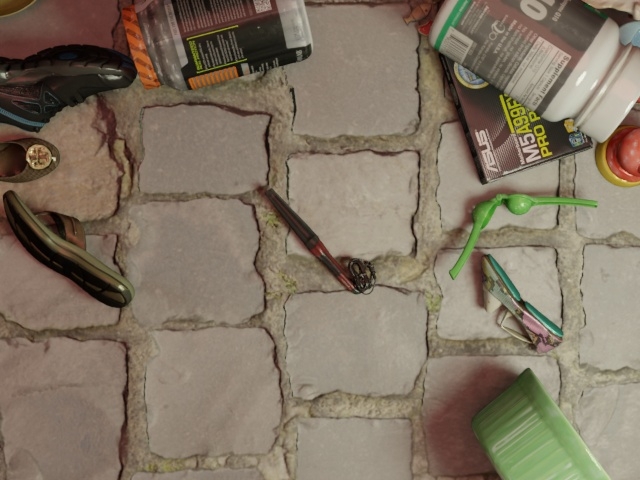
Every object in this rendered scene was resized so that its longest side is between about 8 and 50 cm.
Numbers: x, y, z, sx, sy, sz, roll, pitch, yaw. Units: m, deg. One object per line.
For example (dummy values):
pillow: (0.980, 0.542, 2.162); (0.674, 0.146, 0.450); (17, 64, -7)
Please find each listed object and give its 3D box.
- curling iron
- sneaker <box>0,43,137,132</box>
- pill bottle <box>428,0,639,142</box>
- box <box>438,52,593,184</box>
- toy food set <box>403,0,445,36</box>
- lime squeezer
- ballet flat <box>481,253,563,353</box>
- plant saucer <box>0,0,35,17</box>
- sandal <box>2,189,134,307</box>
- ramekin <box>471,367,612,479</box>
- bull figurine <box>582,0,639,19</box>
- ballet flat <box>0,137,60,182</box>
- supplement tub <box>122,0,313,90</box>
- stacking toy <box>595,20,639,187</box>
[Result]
curling iron: (0.000, 0.000, 1.877); (0.274, 0.035, 0.068); (42, 84, -1)
sneaker: (-0.506, -0.279, 1.842); (0.340, 0.125, 0.140); (-6, 116, -4)
pill bottle: (0.387, -0.338, 1.739); (0.361, 0.204, 0.204); (34, 88, 5)
box: (0.367, -0.265, 1.878); (0.216, 0.060, 0.270); (-18, 90, -2)
toy food set: (0.226, -0.434, 1.896); (0.122, 0.019, 0.078); (-41, 91, -2)
lime squeezer: (0.358, -0.044, 1.861); (0.310, 0.059, 0.110); (-26, 50, -4)
ballet flat: (0.360, 0.128, 1.873); (0.079, 0.077, 0.221); (-43, 91, 18)
plant saucer: (-0.612, -0.533, 1.864); (0.240, 0.037, 0.241); (0, 90, -2)
sandal: (-0.461, 0.010, 1.838); (0.302, 0.120, 0.086); (37, 61, -3)
ramekin: (0.400, 0.390, 1.759); (0.148, 0.303, 0.303); (-36, 90, 5)
bull figurine: (0.477, -0.511, 1.846); (0.188, 0.101, 0.310); (-24, 74, -18)
ballet flat: (-0.613, -0.149, 1.848); (0.249, 0.058, 0.084); (-1, 90, -2)
supplement tub: (-0.185, -0.385, 1.797); (0.315, 0.193, 0.194); (-15, 90, -3)
stacking toy: (0.658, -0.265, 1.852); (0.279, 0.130, 0.309); (-6, 90, -1)
